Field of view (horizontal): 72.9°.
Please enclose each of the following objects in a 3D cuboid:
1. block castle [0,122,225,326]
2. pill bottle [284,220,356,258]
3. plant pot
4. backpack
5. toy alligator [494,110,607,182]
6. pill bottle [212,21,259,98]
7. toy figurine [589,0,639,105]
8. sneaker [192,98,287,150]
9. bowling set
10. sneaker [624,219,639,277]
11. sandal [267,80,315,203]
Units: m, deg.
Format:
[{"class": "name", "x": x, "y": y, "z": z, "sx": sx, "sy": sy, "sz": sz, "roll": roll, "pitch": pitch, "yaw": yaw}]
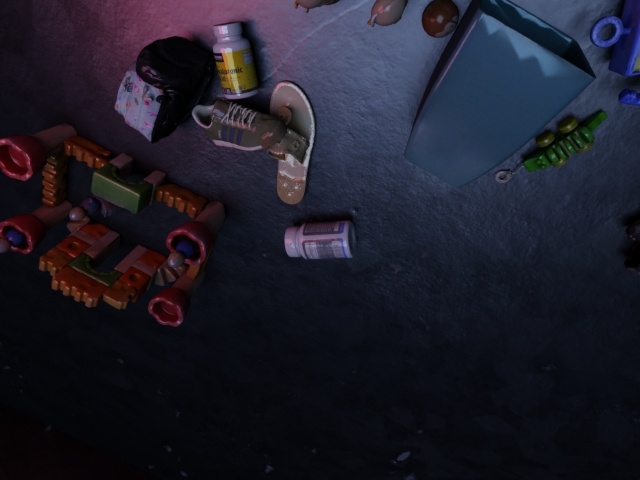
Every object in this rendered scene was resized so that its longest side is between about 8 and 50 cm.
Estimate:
[{"class": "block castle", "x": -0.461, "y": -0.017, "z": 0.941, "sx": 0.454, "sy": 0.212, "sz": 0.302, "roll": 27, "pitch": 126, "yaw": -3}, {"class": "pill bottle", "x": 0.000, "y": 0.000, "z": 0.901, "sx": 0.137, "sy": 0.078, "sz": 0.078, "roll": -2, "pitch": 122, "yaw": 18}, {"class": "plant pot", "x": 0.237, "y": -0.209, "z": 0.648, "sx": 0.166, "sy": 0.165, "sz": 0.234, "roll": 28, "pitch": 133, "yaw": -3}, {"class": "backpack", "x": -0.288, "y": -0.267, "z": 0.779, "sx": 0.115, "sy": 0.152, "sz": 0.182, "roll": 43, "pitch": 136, "yaw": -7}, {"class": "toy alligator", "x": 0.377, "y": -0.142, "z": 0.712, "sx": 0.190, "sy": 0.051, "sz": 0.056, "roll": -35, "pitch": 107, "yaw": 32}, {"class": "pill bottle", "x": -0.148, "y": -0.309, "z": 0.745, "sx": 0.065, "sy": 0.065, "sz": 0.116, "roll": 1, "pitch": 122, "yaw": 16}, {"class": "toy figurine", "x": 0.458, "y": -0.283, "z": 0.520, "sx": 0.218, "sy": 0.191, "sz": 0.362, "roll": 6, "pitch": 123, "yaw": 18}, {"class": "sneaker", "x": -0.154, "y": -0.210, "z": 0.766, "sx": 0.192, "sy": 0.064, "sz": 0.086, "roll": 11, "pitch": 157, "yaw": 39}, {"class": "bowling set", "x": 0.129, "y": -0.364, "z": 0.573, "sx": 0.200, "sy": 0.154, "sz": 0.287, "roll": 42, "pitch": 124, "yaw": -13}, {"class": "sneaker", "x": 0.602, "y": 0.049, "z": 0.763, "sx": 0.106, "sy": 0.078, "sz": 0.234, "roll": -19, "pitch": 112, "yaw": 29}, {"class": "sandal", "x": -0.061, "y": -0.164, "z": 0.807, "sx": 0.088, "sy": 0.079, "sz": 0.239, "roll": 8, "pitch": 124, "yaw": 11}]
